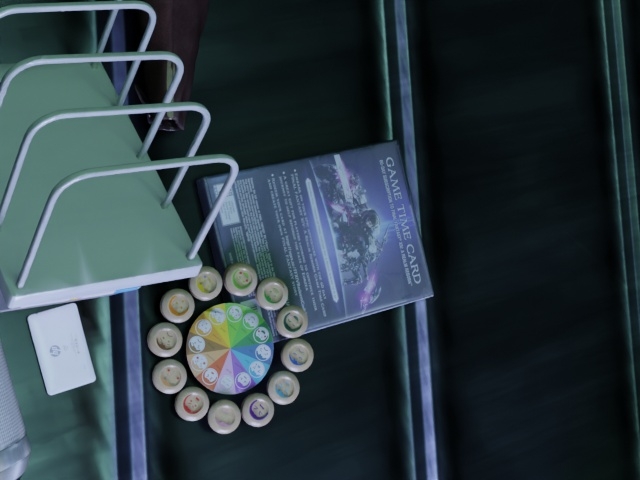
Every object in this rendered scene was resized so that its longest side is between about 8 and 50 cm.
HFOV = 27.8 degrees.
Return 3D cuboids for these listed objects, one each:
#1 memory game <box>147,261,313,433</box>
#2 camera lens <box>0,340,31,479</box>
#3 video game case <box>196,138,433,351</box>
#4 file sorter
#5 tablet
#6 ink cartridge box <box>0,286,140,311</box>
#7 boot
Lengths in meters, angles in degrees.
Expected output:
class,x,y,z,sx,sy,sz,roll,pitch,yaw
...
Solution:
class,x,y,z,sx,sy,sz,roll,pitch,yaw
memory game,-0.096,0.115,1.390,0.186,0.012,0.186,1,87,-21
camera lens,-0.381,0.112,1.101,0.219,0.219,0.274,-16,93,-34
video game case,0.000,0.000,1.486,0.274,0.026,0.196,-14,91,-35
file sorter,-0.225,-0.112,1.194,0.192,0.173,0.278,-9,56,-34
tablet,-0.261,0.109,1.309,0.054,0.006,0.083,-16,92,-34
ink cartridge box,-0.265,0.018,1.267,0.143,0.092,0.090,-8,88,-35
boot,-0.144,-0.223,1.296,0.090,0.248,0.207,0,85,-6
